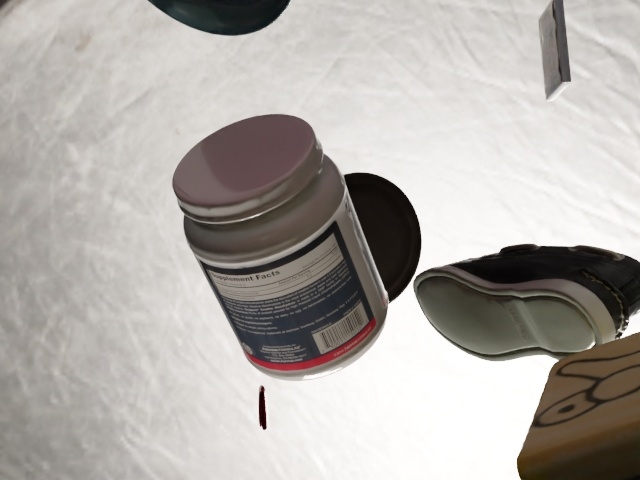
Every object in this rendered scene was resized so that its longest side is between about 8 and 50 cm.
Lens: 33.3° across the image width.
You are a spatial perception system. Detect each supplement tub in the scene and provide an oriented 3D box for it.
[{"bbox_3d":[-0.043,0.011,1.241,0.191,0.191,0.272,-12,126,15],"label":"supplement tub"}]

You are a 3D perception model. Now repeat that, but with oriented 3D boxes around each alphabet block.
[{"bbox_3d":[0.280,0.169,0.764,0.197,0.192,0.193,-25,95,27],"label":"alphabet block"}]

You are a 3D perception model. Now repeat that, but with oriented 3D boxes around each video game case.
[{"bbox_3d":[0.418,-0.341,1.916,0.019,0.157,0.143,-4,175,-1],"label":"video game case"}]

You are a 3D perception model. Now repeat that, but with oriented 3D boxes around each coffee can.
[{"bbox_3d":[0.000,0.000,1.645,0.201,0.202,0.275,19,173,-25],"label":"coffee can"}]

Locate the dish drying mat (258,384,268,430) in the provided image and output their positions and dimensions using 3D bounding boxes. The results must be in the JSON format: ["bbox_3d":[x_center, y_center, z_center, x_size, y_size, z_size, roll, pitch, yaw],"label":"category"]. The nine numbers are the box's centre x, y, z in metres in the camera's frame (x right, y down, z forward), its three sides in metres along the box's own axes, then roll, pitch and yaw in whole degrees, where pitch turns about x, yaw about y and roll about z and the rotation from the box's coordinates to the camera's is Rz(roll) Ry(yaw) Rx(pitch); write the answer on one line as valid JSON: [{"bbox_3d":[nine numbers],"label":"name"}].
[{"bbox_3d":[-0.048,0.138,0.888,0.008,0.032,0.083,-4,176,-2],"label":"dish drying mat"}]

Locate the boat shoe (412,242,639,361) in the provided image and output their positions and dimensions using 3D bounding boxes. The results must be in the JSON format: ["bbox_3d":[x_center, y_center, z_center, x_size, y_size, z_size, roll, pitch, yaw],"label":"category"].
[{"bbox_3d":[0.206,0.059,1.079,0.302,0.091,0.114,8,127,60],"label":"boat shoe"}]

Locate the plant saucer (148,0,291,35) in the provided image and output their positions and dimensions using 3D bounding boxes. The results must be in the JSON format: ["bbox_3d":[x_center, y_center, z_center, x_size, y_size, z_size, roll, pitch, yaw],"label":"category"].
[{"bbox_3d":[-0.154,-0.403,1.335,0.317,0.044,0.318,21,141,18],"label":"plant saucer"}]
